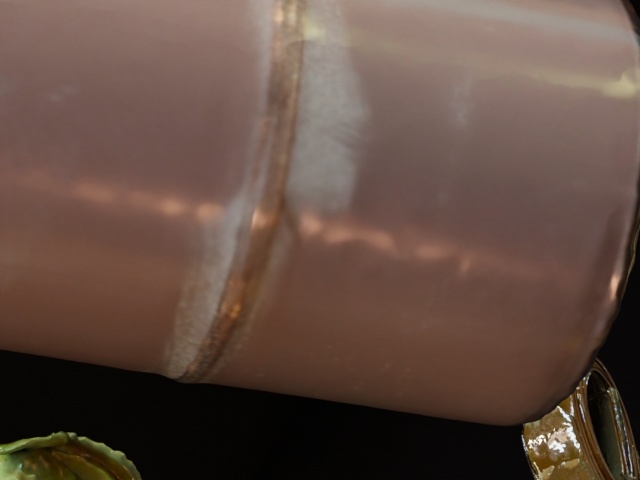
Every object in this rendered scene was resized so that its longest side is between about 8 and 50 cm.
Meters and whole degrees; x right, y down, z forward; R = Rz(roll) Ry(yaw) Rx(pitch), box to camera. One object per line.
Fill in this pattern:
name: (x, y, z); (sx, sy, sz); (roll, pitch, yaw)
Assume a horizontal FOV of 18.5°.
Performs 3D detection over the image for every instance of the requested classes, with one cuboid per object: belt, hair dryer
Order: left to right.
hair dryer: (-0.010, -0.140, 0.409); (0.189, 0.107, 0.344); (10, 98, -13)
belt: (0.122, 0.093, 0.914); (0.059, 0.036, 0.083); (23, 49, -49)

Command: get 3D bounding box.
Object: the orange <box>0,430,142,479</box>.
orange: (-0.239, 0.275, 1.506); (0.334, 0.196, 0.262); (-5, 66, -43)
